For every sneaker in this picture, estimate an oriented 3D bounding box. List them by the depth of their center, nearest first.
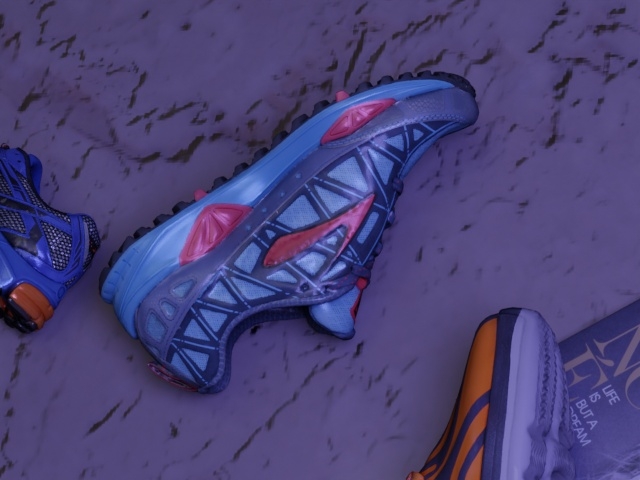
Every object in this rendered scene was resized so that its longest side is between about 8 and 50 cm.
[{"bbox_3d":[0.035,0.186,1.030,0.180,0.124,0.321,3,70,22],"label":"sneaker"},{"bbox_3d":[0.000,0.000,1.161,0.262,0.104,0.125,-35,80,3],"label":"sneaker"},{"bbox_3d":[-0.228,-0.033,1.242,0.087,0.083,0.221,-39,68,-18],"label":"sneaker"}]

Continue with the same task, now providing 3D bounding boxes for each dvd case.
[{"bbox_3d":[0.211,0.108,1.083,0.221,0.018,0.164,-29,63,2],"label":"dvd case"}]
